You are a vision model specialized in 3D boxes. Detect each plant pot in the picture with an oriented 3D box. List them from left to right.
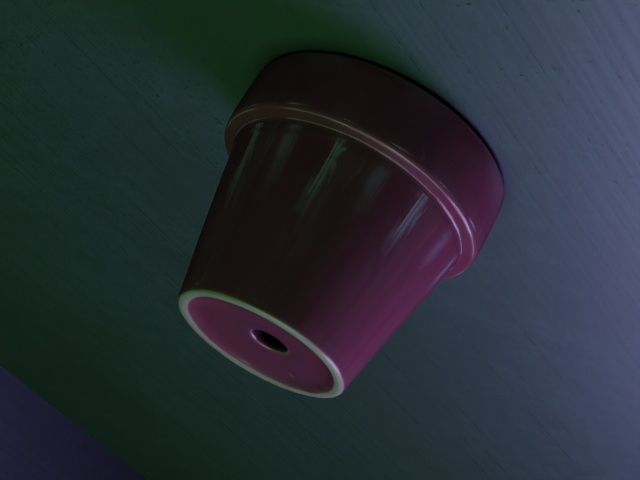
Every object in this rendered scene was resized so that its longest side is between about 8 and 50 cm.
[{"bbox_3d":[0.000,0.000,0.852,0.201,0.180,0.201,26,156,12],"label":"plant pot"}]
